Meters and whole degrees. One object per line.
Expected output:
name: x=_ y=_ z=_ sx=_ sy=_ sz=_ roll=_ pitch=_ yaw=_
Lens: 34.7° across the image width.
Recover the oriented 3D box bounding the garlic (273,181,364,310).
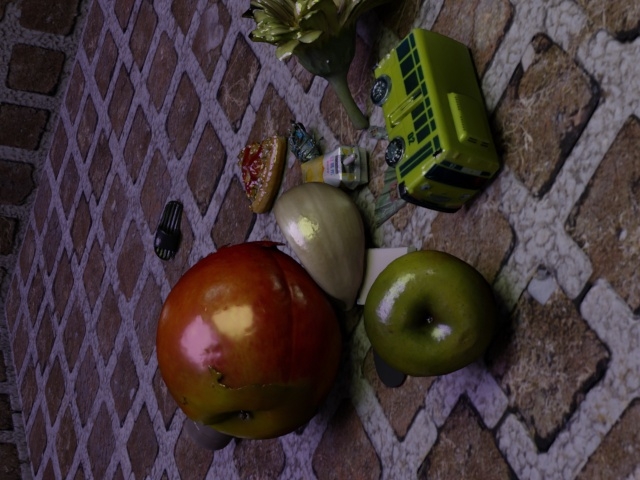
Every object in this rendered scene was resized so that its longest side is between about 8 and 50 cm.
garlic: x=0.004 y=-0.003 z=1.846 sx=0.164 sy=0.145 sz=0.245 roll=101 pitch=147 yaw=-57

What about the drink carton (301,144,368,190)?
drink carton: x=0.038 y=-0.133 z=1.902 sx=0.200 sy=0.074 sz=0.084 roll=-16 pitch=72 yaw=58

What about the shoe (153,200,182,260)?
shoe: x=-0.393 y=-0.025 z=2.660 sx=0.053 sy=0.062 sz=0.159 roll=-164 pitch=87 yaw=-73

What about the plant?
plant: x=-0.009 y=-0.371 z=1.868 sx=0.261 sy=0.306 sz=0.297 roll=32 pitch=144 yaw=29

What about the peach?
peach: x=-0.127 y=0.169 z=1.859 sx=0.370 sy=0.370 sz=0.370 roll=-20 pitch=66 yaw=58

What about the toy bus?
toy bus: x=0.180 y=-0.189 z=1.603 sx=0.150 sy=0.128 sz=0.262 roll=-40 pitch=48 yaw=42

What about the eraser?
eraser: x=0.114 y=0.062 z=1.778 sx=0.150 sy=0.023 sz=0.104 roll=-4 pitch=81 yaw=60

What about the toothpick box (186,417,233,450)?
toothpick box: x=-0.208 y=0.358 z=2.198 sx=0.181 sy=0.111 sz=0.111 roll=-57 pitch=38 yaw=37

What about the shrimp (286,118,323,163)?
shrimp: x=-0.024 y=-0.168 z=2.054 sx=0.082 sy=0.076 sz=0.174 roll=59 pitch=-161 yaw=-68

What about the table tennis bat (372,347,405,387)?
table tennis bat: x=0.112 y=0.172 z=1.741 sx=0.087 sy=0.013 sz=0.157 roll=-14 pitch=82 yaw=60

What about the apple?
apple: x=0.161 y=0.107 z=1.518 sx=0.157 sy=0.196 sz=0.197 roll=1 pitch=-83 yaw=-81

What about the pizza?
pizza: x=-0.145 y=-0.165 z=2.252 sx=0.199 sy=0.062 sz=0.188 roll=36 pitch=113 yaw=59

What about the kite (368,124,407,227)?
kite: x=0.150 y=-0.164 z=1.774 sx=0.267 sy=0.013 sz=0.323 roll=36 pitch=115 yaw=57
